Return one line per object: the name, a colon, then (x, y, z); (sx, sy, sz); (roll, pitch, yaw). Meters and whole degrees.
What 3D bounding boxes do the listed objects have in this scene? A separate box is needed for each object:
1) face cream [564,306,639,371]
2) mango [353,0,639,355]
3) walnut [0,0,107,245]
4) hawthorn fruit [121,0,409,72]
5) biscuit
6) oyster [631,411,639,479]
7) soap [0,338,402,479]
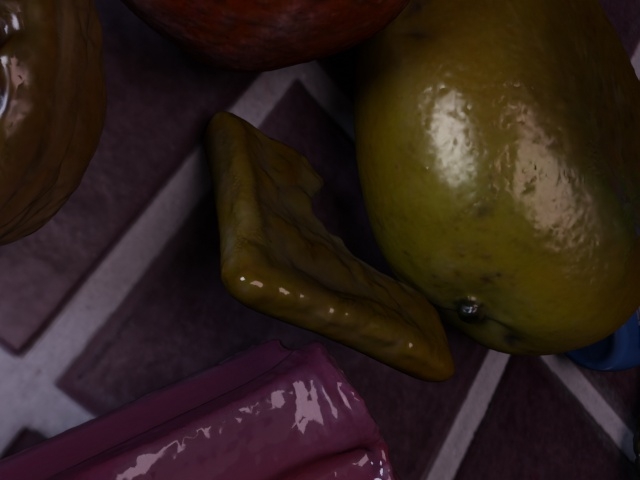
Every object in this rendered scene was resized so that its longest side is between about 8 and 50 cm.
face cream: (0.326, 0.029, 0.765); (0.264, 0.083, 0.149); (-26, 103, -37)
mango: (0.145, -0.095, 0.588); (0.253, 0.182, 0.365); (-3, 85, -36)
walnut: (-0.182, -0.076, 0.372); (0.155, 0.155, 0.184); (4, 75, -36)
hawthorn fruit: (-0.031, -0.210, 0.447); (0.231, 0.263, 0.235); (-36, 116, 11)
biscuit: (0.000, 0.000, 0.505); (0.174, 0.039, 0.183); (23, 31, -34)
oyster: (0.366, 0.179, 0.747); (0.078, 0.128, 0.345); (28, 75, -10)
soap: (-0.105, 0.214, 0.392); (0.359, 0.128, 0.233); (-20, 96, -36)
